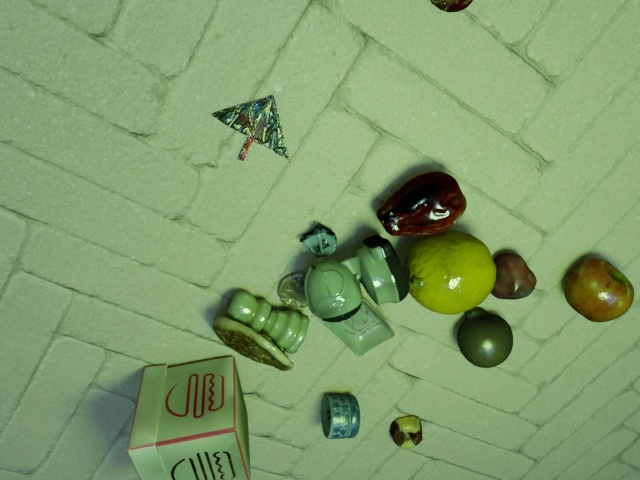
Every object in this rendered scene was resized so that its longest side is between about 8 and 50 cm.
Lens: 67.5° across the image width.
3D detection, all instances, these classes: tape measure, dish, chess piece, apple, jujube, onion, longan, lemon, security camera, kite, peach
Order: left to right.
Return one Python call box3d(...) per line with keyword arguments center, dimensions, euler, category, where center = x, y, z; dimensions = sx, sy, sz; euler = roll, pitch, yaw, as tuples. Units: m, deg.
box3d(center=(-0.157, -0.279, 1.211), dimensions=(0.232, 0.009, 0.189), euler=(25, 112, -21), category="kite")
box3d(center=(-0.167, 0.237, 1.440), dimensions=(0.243, 0.133, 0.133), euler=(28, 111, -17), category="chess piece")
box3d(center=(0.002, 0.001, 1.370), dimensions=(0.094, 0.054, 0.091), euler=(39, 113, -24), category="tape measure")
box3d(center=(0.090, 0.121, 1.352), dimensions=(0.278, 0.197, 0.191), euler=(-20, 102, -3), category="security camera")
box3d(center=(0.119, 0.258, 1.522), dimensions=(0.151, 0.077, 0.212), euler=(-36, 119, 13), category="dish")
box3d(center=(0.274, -0.089, 1.307), dimensions=(0.237, 0.168, 0.168), euler=(-23, 120, 6), category="jujube")
box3d(center=(0.366, 0.089, 1.366), dimensions=(0.268, 0.267, 0.267), euler=(-4, 120, -7), category="lemon")
box3d(center=(0.298, -0.569, 1.078), dimensions=(0.107, 0.097, 0.107), euler=(13, 152, 7), category="onion")
box3d(center=(0.541, 0.316, 1.586), dimensions=(0.185, 0.159, 0.204), euler=(-23, 83, -15), category="longan")
box3d(center=(0.586, 0.117, 1.481), dimensions=(0.152, 0.152, 0.151), euler=(-4, 120, -7), category="peach")
box3d(center=(0.885, 0.164, 1.533), dimensions=(0.196, 0.196, 0.195), euler=(-4, 120, -7), category="apple")

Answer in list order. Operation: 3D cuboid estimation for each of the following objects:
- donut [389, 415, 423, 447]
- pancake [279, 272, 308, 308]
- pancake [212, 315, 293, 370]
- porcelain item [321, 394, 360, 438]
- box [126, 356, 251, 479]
box3d(center=(0.334, 0.738, 1.841), dimensions=(0.141, 0.059, 0.140), euler=(-2, 119, -4), category="donut")
box3d(center=(-0.061, 0.152, 1.463), dimensions=(0.140, 0.022, 0.139), euler=(-4, 120, -7), category="pancake")
box3d(center=(-0.201, 0.316, 1.442), dimensions=(0.283, 0.048, 0.282), euler=(22, 151, 13), category="pancake")
box3d(center=(0.072, 0.615, 1.675), dimensions=(0.114, 0.147, 0.147), euler=(3, 119, -14), category="porcelain item")
box3d(center=(-0.388, 0.589, 1.491), dimensions=(0.300, 0.312, 0.314), euler=(-9, 121, -6), category="box")
